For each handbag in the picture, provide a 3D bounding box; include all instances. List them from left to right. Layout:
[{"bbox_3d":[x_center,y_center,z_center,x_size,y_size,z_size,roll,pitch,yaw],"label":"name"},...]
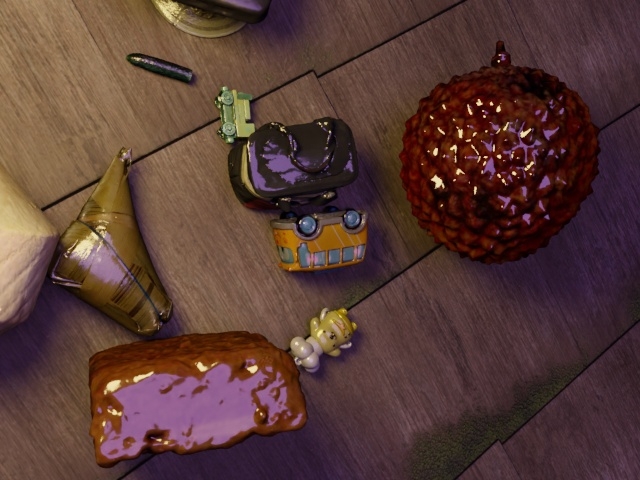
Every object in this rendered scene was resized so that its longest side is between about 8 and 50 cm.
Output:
[{"bbox_3d":[-0.056,-0.152,1.342,0.254,0.181,0.181,-12,92,-22],"label":"handbag"}]

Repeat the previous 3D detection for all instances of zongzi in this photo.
[{"bbox_3d":[-0.353,0.009,1.246,0.260,0.123,0.289,38,70,-22],"label":"zongzi"}]

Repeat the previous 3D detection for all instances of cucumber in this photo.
[{"bbox_3d":[-0.329,-0.355,1.316,0.133,0.032,0.032,15,82,-21],"label":"cucumber"}]

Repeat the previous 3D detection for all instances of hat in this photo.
[{"bbox_3d":[-0.229,-0.555,1.326,0.251,0.110,0.252,1,87,-22],"label":"hat"}]

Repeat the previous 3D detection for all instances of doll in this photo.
[{"bbox_3d":[0.006,0.219,1.417,0.162,0.062,0.106,-38,97,-19],"label":"doll"}]

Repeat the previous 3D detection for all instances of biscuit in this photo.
[{"bbox_3d":[-0.233,0.257,1.134,0.342,0.395,0.167,-7,88,-22],"label":"biscuit"}]

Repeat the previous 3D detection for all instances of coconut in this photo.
[{"bbox_3d":[-0.591,0.002,1.057,0.328,0.328,0.329,1,87,-23],"label":"coconut"}]

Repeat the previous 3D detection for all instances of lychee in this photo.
[{"bbox_3d":[0.385,-0.195,1.407,0.424,0.424,0.500,15,81,-22],"label":"lychee"}]

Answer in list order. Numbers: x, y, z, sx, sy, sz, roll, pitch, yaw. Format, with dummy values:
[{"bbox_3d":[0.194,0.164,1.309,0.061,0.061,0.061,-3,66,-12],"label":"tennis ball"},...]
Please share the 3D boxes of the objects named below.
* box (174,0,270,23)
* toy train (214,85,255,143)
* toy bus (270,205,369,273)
[{"bbox_3d":[-0.213,-0.580,1.238,0.288,0.073,0.290,14,74,-11],"label":"box"},{"bbox_3d":[-0.181,-0.264,1.366,0.081,0.050,0.122,-4,89,-28],"label":"toy train"},{"bbox_3d":[0.000,0.000,1.394,0.209,0.126,0.136,-8,99,-23],"label":"toy bus"}]
